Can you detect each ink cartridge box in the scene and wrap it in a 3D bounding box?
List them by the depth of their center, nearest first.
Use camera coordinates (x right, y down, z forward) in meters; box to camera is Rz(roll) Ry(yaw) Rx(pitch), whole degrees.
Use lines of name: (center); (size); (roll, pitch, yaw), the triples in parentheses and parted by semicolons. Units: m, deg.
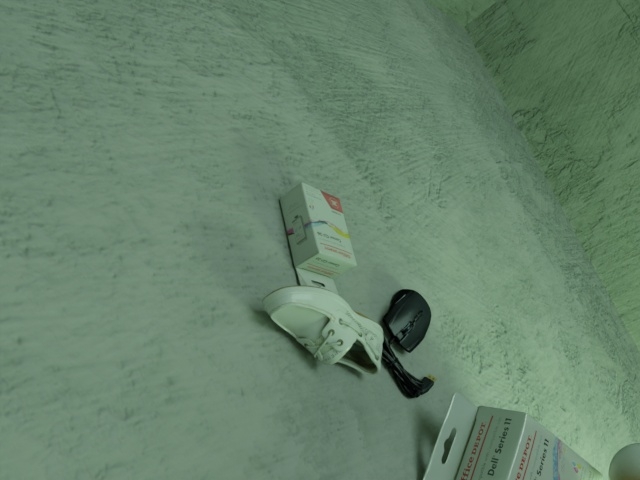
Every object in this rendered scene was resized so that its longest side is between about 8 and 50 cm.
ink cartridge box: (0.364, 0.450, 1.178); (0.353, 0.119, 0.207); (39, 64, -26)
ink cartridge box: (0.000, 0.000, 1.205); (0.115, 0.067, 0.198); (19, 48, -46)

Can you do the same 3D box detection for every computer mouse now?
computer mouse: (0.199, 0.202, 1.303); (0.184, 0.060, 0.262); (56, 32, 0)

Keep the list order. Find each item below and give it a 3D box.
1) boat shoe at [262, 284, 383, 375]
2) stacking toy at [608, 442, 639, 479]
boat shoe: (0.019, 0.159, 1.060); (0.277, 0.098, 0.096); (29, 40, -39)
stacking toy: (0.522, 0.528, 1.070); (0.350, 0.350, 0.480); (50, 45, -11)
